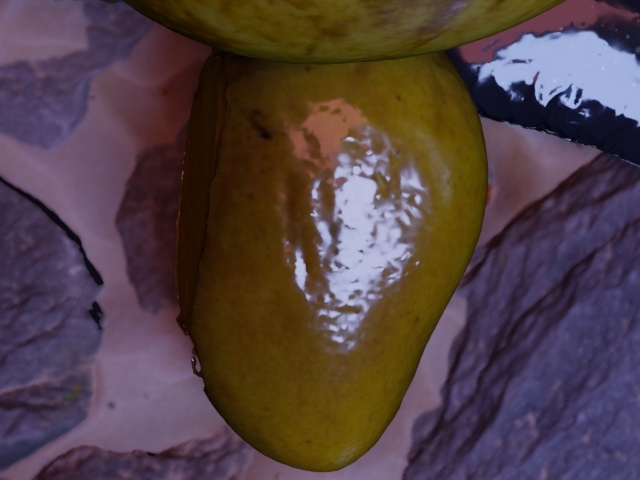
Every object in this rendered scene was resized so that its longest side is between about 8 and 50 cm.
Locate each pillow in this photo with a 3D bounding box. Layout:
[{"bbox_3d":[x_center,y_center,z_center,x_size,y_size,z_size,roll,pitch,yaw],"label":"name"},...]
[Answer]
[{"bbox_3d":[0.141,-0.124,0.598,0.208,0.055,0.141,13,102,-5],"label":"pillow"}]

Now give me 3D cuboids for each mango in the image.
[{"bbox_3d":[0.000,0.000,0.560,0.167,0.130,0.262,11,104,-6],"label":"mango"}]

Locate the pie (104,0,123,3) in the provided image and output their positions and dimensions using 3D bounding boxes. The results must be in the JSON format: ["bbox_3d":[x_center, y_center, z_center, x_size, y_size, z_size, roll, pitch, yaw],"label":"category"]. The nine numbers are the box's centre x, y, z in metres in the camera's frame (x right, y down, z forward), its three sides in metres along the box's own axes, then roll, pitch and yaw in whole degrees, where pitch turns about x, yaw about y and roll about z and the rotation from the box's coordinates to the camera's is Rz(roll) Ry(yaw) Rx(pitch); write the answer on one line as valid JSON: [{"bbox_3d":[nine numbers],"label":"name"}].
[{"bbox_3d":[-0.139,-0.287,0.544,0.315,0.092,0.315,-1,93,-10],"label":"pie"}]

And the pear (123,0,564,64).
[{"bbox_3d":[0.014,-0.200,0.405,0.280,0.281,0.281,0,95,-5],"label":"pear"}]
